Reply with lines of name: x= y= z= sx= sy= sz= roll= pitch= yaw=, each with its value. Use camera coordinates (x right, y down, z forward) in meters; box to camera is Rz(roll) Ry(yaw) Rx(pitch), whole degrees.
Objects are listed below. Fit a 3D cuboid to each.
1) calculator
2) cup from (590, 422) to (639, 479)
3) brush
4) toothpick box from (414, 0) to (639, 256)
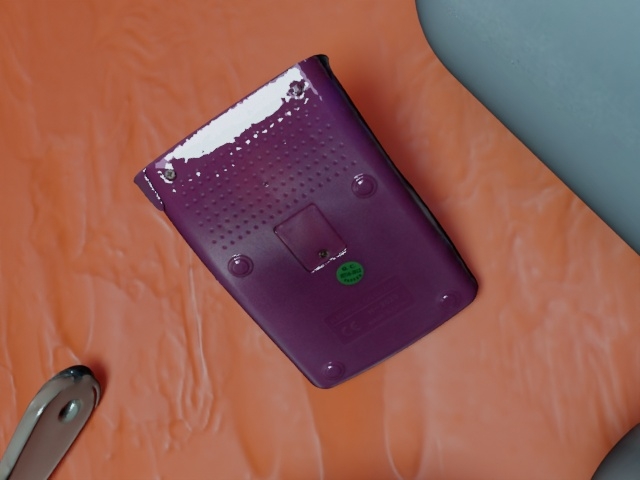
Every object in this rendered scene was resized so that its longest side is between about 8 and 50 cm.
calculator: x=0.000 y=0.000 z=0.544 sx=0.126 sy=0.034 sz=0.190 roll=-33 pitch=116 yaw=10
cup: x=0.227 y=0.249 z=0.449 sx=0.212 sy=0.212 sz=0.317 roll=-1 pitch=86 yaw=12
brush: x=-0.246 y=0.207 z=0.621 sx=0.067 sy=0.072 sz=0.313 roll=33 pitch=94 yaw=25
toothpick box: x=0.195 y=-0.103 z=0.462 sx=0.263 sy=0.263 sz=0.355 roll=-46 pitch=80 yaw=7
